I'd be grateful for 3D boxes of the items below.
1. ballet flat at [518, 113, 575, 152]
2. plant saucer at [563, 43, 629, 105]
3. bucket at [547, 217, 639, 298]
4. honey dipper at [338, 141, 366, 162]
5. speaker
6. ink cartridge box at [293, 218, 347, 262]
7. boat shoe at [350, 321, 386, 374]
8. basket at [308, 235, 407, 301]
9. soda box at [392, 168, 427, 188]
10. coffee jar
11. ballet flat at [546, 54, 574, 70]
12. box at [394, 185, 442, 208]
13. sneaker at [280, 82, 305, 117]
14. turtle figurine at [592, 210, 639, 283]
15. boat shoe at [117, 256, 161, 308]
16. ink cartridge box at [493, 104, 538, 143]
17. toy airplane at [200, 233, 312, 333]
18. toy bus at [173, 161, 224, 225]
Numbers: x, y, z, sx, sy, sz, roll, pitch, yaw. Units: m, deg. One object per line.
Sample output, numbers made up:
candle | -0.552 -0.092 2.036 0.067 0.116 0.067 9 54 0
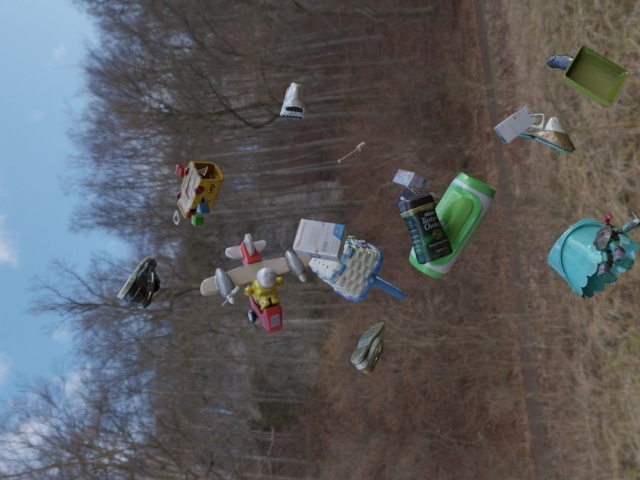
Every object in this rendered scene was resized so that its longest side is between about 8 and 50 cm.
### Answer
ballet flat | 0.956 -0.477 2.122 0.342 0.116 0.124 44 123 54
plant saucer | 0.927 -0.553 1.677 0.188 0.188 0.045 -53 -7 -24
bucket | 1.017 0.059 1.856 0.183 0.281 0.281 49 173 39
honey dipper | 0.142 -0.395 2.231 0.161 0.031 0.030 -36 -52 -22
speaker | 0.375 -0.041 1.415 0.296 0.131 0.131 -62 -11 17
ink cartridge box | 0.000 0.000 1.289 0.052 0.123 0.088 63 -140 -65
boat shoe | 0.244 0.510 2.338 0.103 0.113 0.302 53 -138 -8
basket | 0.130 0.104 1.664 0.289 0.255 0.201 33 -93 -30
soda box | 0.342 -0.230 1.897 0.058 0.063 0.183 -62 14 7
coffee jar | 0.280 -0.034 1.326 0.184 0.096 0.079 70 160 2
ballet flat | 0.972 -0.707 1.969 0.049 0.057 0.173 28 -161 -25
box | 0.350 -0.101 1.607 0.180 0.147 0.077 -4 -48 -55
sneaker | -0.116 -0.609 2.174 0.292 0.110 0.118 -166 79 -79
turtle figurine | 0.904 0.013 1.514 0.175 0.118 0.234 85 -153 -43
boat shoe | -0.451 0.108 1.264 0.079 0.084 0.233 31 -171 -15
ink cartridge box | 0.603 -0.358 1.522 0.062 0.115 0.029 53 -178 -1
toy airplane | -0.254 0.148 2.088 0.385 0.385 0.272 -62 12 -22
toy bus | -0.367 -0.144 1.513 0.105 0.202 0.190 -5 -84 -38
